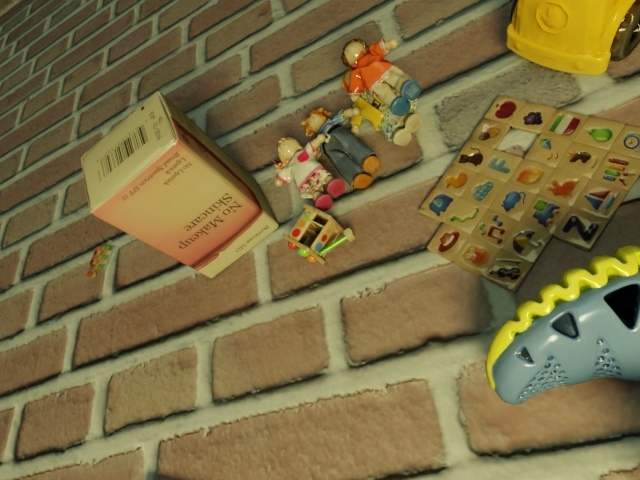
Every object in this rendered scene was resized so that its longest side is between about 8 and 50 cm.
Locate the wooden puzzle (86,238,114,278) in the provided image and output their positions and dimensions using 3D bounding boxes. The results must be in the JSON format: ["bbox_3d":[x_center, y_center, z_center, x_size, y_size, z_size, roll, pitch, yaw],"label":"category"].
[{"bbox_3d":[-0.431,0.035,0.881,0.050,0.006,0.083,-3,63,29],"label":"wooden puzzle"}]

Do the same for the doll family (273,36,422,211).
[{"bbox_3d":[0.043,-0.168,0.667,0.263,0.119,0.163,-50,56,21],"label":"doll family"}]

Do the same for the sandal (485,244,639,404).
[{"bbox_3d":[0.295,0.068,0.373,0.318,0.126,0.138,-31,58,14],"label":"sandal"}]

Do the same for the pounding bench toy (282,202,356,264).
[{"bbox_3d":[0.000,0.000,0.620,0.083,0.052,0.065,28,81,37],"label":"pounding bench toy"}]

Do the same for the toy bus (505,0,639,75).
[{"bbox_3d":[0.325,-0.342,0.509,0.220,0.211,0.149,-49,56,-4],"label":"toy bus"}]

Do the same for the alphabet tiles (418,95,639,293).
[{"bbox_3d":[0.242,-0.061,0.541,0.198,0.009,0.237,31,83,38],"label":"alphabet tiles"}]

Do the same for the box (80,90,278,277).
[{"bbox_3d":[-0.195,-0.068,0.655,0.149,0.232,0.126,-37,53,8],"label":"box"}]
